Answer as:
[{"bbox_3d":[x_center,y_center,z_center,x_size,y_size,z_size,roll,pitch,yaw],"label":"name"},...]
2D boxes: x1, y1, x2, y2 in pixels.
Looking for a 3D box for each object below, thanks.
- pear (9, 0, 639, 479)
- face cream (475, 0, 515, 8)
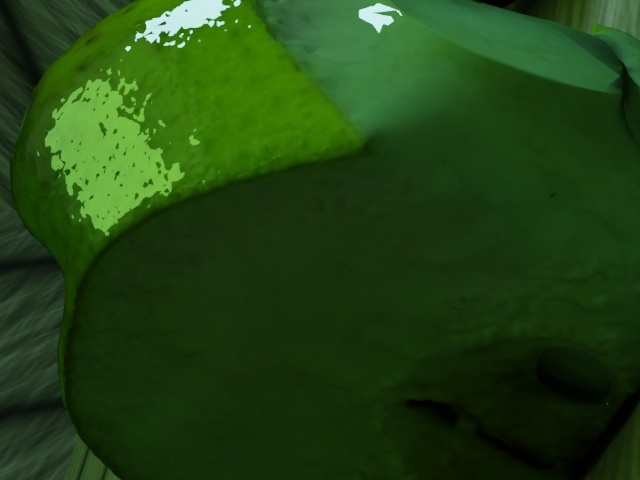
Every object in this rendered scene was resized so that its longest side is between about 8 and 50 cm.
[{"bbox_3d":[0.000,0.000,0.812,0.176,0.282,0.286,-94,24,-47],"label":"pear"},{"bbox_3d":[0.046,-0.338,1.188,0.312,0.219,0.357,-36,47,52],"label":"face cream"}]
